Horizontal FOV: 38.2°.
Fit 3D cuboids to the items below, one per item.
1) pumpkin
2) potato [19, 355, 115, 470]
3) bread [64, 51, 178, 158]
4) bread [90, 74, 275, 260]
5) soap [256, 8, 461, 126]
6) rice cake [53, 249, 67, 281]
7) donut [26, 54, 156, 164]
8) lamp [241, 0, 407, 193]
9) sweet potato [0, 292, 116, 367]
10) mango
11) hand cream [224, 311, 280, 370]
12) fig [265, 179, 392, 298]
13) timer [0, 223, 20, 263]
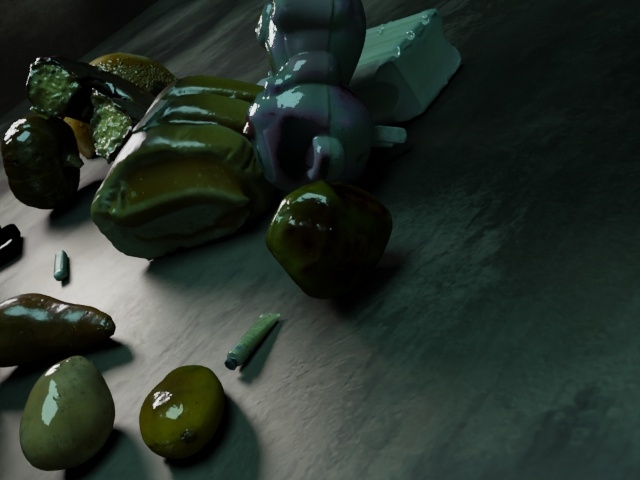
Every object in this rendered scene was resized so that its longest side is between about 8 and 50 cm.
[{"bbox_3d":[-0.601,-0.174,2.041,0.162,0.219,0.219,-2,31,9],"label":"pumpkin"},{"bbox_3d":[-0.311,0.214,1.128,0.112,0.112,0.147,-20,34,22],"label":"potato"},{"bbox_3d":[-0.505,-0.364,2.297,0.314,0.192,0.171,-37,24,-13],"label":"bread"},{"bbox_3d":[-0.205,-0.155,1.558,0.300,0.210,0.341,-9,35,31],"label":"bread"},{"bbox_3d":[0.047,-0.275,1.620,0.346,0.115,0.208,-6,33,42],"label":"soap"},{"bbox_3d":[-0.481,0.046,1.715,0.022,0.022,0.121,-36,23,-1],"label":"rice cake"},{"bbox_3d":[-0.455,-0.275,2.008,0.136,0.345,0.259,-61,-21,14],"label":"donut"},{"bbox_3d":[0.007,-0.215,1.391,0.247,0.301,0.247,4,-4,-18],"label":"lamp"},{"bbox_3d":[-0.454,0.135,1.418,0.359,0.112,0.112,-15,29,21],"label":"sweet potato"},{"bbox_3d":[-0.157,0.187,1.057,0.101,0.066,0.187,-28,17,5],"label":"mango"},{"bbox_3d":[-0.085,0.123,1.145,0.035,0.022,0.102,-11,26,37],"label":"hand cream"},{"bbox_3d":[0.000,0.000,1.134,0.165,0.144,0.154,-27,33,59],"label":"fig"},{"bbox_3d":[-0.731,0.032,1.974,0.187,0.055,0.144,-32,24,-4],"label":"timer"}]
